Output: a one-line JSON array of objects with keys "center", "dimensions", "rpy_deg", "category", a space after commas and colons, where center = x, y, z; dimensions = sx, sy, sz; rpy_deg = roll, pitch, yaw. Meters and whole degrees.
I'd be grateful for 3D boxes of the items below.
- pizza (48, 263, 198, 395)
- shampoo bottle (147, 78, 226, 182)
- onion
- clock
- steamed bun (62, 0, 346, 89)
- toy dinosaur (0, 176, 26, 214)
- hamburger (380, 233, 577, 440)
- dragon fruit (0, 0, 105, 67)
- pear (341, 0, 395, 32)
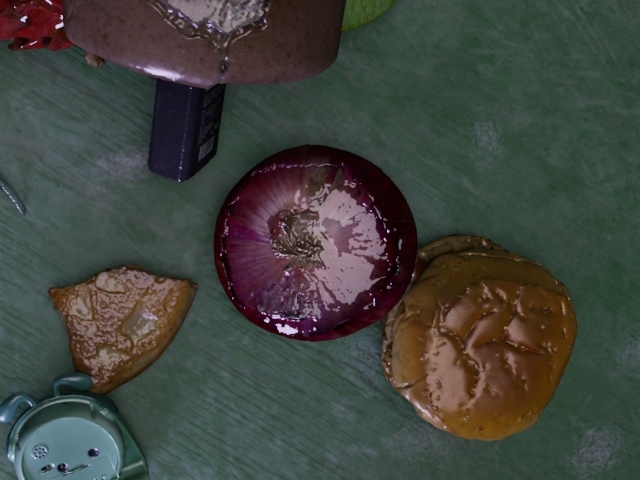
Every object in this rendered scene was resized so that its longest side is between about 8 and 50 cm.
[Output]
[{"center": [-0.254, 0.094, 1.751], "dimensions": [0.161, 0.062, 0.182], "rpy_deg": [29, 95, -16], "category": "pizza"}, {"center": [-0.139, -0.223, 1.650], "dimensions": [0.071, 0.098, 0.309], "rpy_deg": [20, 122, 14], "category": "shampoo bottle"}, {"center": [-0.003, 0.005, 1.724], "dimensions": [0.248, 0.161, 0.248], "rpy_deg": [-4, 79, 20], "category": "onion"}, {"center": [-0.299, 0.250, 1.729], "dimensions": [0.148, 0.060, 0.189], "rpy_deg": [-24, 113, -1], "category": "clock"}, {"center": [-0.104, -0.270, 1.441], "dimensions": [0.301, 0.199, 0.251], "rpy_deg": [1, 123, -20], "category": "steamed bun"}, {"center": [-0.423, -0.208, 1.674], "dimensions": [0.076, 0.129, 0.383], "rpy_deg": [-29, 93, -45], "category": "toy dinosaur"}, {"center": [0.190, 0.114, 1.758], "dimensions": [0.244, 0.163, 0.244], "rpy_deg": [0, 93, -7], "category": "hamburger"}, {"center": [-0.307, -0.354, 1.603], "dimensions": [0.277, 0.277, 0.342], "rpy_deg": [-37, 112, -4], "category": "dragon fruit"}, {"center": [-0.004, -0.363, 1.688], "dimensions": [0.159, 0.292, 0.292], "rpy_deg": [18, 92, 35], "category": "pear"}]
